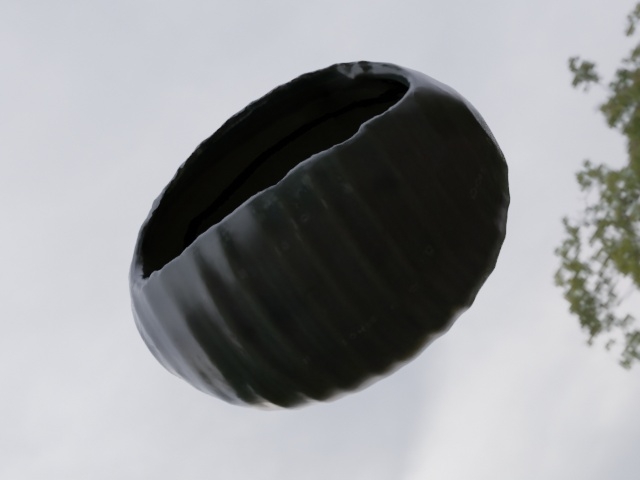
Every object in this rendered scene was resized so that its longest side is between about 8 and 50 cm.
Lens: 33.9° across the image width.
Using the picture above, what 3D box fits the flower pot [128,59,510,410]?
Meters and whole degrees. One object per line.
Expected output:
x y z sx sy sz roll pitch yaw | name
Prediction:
0.000 0.000 0.637 0.243 0.189 0.157 -36 -62 14 | flower pot
